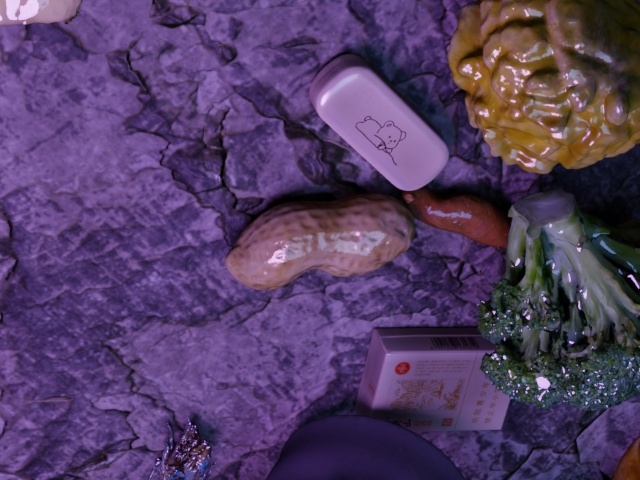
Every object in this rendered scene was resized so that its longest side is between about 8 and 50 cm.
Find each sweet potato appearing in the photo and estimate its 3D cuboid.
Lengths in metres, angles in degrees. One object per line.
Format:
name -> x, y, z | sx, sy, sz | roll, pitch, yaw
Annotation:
sweet potato -> 0.179, -0.031, 1.739 | 0.202, 0.055, 0.058 | 20, 104, -28

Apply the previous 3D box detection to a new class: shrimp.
shrimp -> -0.189, 0.299, 1.844 | 0.082, 0.076, 0.174 | 36, 117, 9

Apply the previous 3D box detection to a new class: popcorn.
popcorn -> 0.261, -0.190, 1.565 | 0.249, 0.249, 0.225 | 13, 149, -25

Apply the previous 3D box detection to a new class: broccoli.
broccoli -> 0.325, 0.069, 1.716 | 0.308, 0.308, 0.275 | -27, 122, 0

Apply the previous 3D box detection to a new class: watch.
watch -> 0.083, 0.383, 1.824 | 0.335, 0.314, 0.327 | -19, 117, 35

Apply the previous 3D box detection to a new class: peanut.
peanut -> 0.000, 0.000, 1.675 | 0.229, 0.098, 0.103 | -8, 104, -10

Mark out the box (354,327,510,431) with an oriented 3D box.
box -> 0.157, 0.184, 1.873 | 0.201, 0.058, 0.141 | -1, 123, -19

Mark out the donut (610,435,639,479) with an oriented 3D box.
donut -> 0.582, 0.403, 2.096 | 0.360, 0.170, 0.360 | -8, 123, -12

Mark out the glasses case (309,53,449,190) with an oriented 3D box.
glasses case -> 0.069, -0.134, 1.635 | 0.083, 0.050, 0.196 | -42, 125, 14

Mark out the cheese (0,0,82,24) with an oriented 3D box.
cheese -> -0.293, -0.299, 1.380 | 0.123, 0.094, 0.167 | -2, 119, -6
